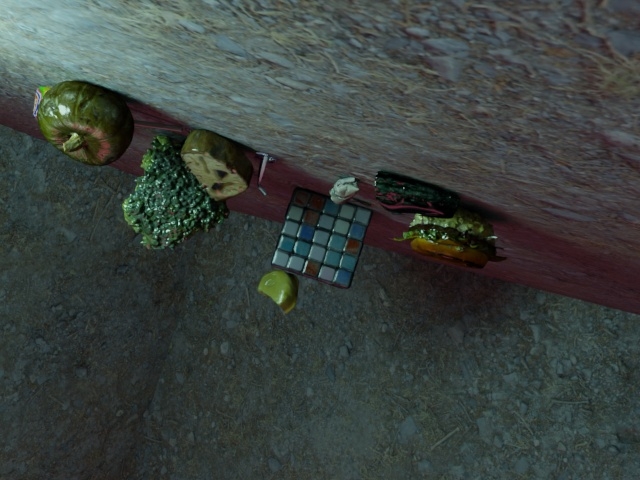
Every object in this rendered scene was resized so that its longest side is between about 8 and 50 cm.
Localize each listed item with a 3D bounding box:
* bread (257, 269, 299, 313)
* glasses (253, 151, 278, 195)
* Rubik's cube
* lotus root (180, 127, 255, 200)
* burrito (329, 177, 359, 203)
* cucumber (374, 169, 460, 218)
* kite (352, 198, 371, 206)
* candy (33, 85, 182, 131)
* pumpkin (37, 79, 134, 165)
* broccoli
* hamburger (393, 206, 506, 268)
[{"bbox_3d":[-0.136,0.163,2.013,0.156,0.125,0.086,34,180,42],"label":"bread"},{"bbox_3d":[-0.160,-0.177,1.577,0.062,0.104,0.140,16,-179,-12],"label":"glasses"},{"bbox_3d":[0.000,0.000,2.101,0.286,0.292,0.293,17,178,-1],"label":"Rubik's cube"},{"bbox_3d":[-0.264,-0.190,1.555,0.170,0.075,0.261,3,151,23],"label":"lotus root"},{"bbox_3d":[0.060,-0.133,1.592,0.064,0.064,0.203,17,176,-5],"label":"burrito"},{"bbox_3d":[0.213,-0.094,1.328,0.192,0.086,0.115,10,174,4],"label":"cucumber"},{"bbox_3d":[0.128,-0.122,1.873,0.122,0.004,0.090,20,176,-38],"label":"kite"},{"bbox_3d":[-0.536,-0.312,1.497,0.365,0.124,0.124,6,178,-7],"label":"candy"},{"bbox_3d":[-0.545,-0.264,1.359,0.218,0.162,0.219,9,144,6],"label":"pumpkin"},{"bbox_3d":[-0.430,-0.128,1.787,0.293,0.348,0.281,24,-175,-22],"label":"broccoli"},{"bbox_3d":[0.331,-0.014,1.460,0.243,0.139,0.261,17,178,-33],"label":"hamburger"}]
